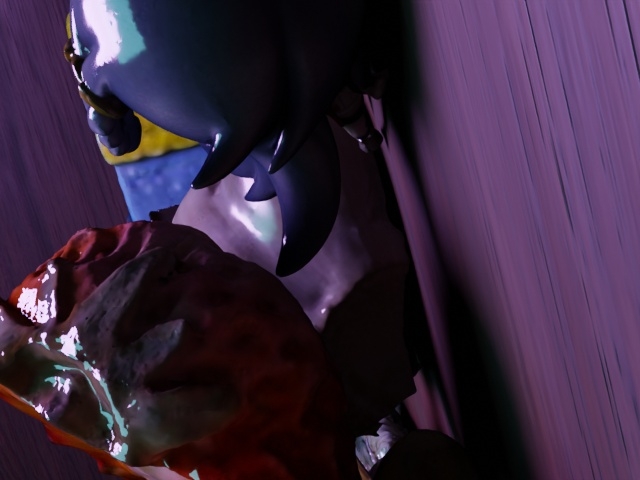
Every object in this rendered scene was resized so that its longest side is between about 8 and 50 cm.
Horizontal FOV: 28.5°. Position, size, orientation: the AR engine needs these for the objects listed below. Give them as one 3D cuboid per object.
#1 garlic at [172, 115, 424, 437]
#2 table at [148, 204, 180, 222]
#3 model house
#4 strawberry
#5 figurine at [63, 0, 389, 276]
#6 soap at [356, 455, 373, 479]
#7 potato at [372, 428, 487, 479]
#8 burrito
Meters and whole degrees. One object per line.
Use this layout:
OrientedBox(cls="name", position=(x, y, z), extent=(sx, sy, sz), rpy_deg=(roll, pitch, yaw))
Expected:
OrientedBox(cls="garlic", position=(0.000, 0.000, 0.989), extent=(0.237, 0.210, 0.292), rpy_deg=(33, -161, -36))
OrientedBox(cls="table", position=(-0.043, 0.058, 1.225), extent=(0.169, 0.193, 0.172), rpy_deg=(78, 175, -47))
OrientedBox(cls="model house", position=(-0.134, -0.155, 1.360), extent=(0.303, 0.237, 0.215), rpy_deg=(78, 175, -49))
OrientedBox(cls="strawberry", position=(-0.062, 0.109, 0.813), extent=(0.265, 0.149, 0.336), rpy_deg=(20, 159, 31))
OrientedBox(cls="figurine", position=(-0.042, -0.112, 0.729), extent=(0.175, 0.197, 0.265), rpy_deg=(30, 149, 28))
OrientedBox(cls="soap", position=(0.035, 0.233, 0.992), extent=(0.233, 0.076, 0.135), rpy_deg=(48, 171, 27))
OrientedBox(cls="potato", position=(0.084, 0.212, 0.799), extent=(0.105, 0.085, 0.188), rpy_deg=(-36, 72, 63))
OrientedBox(cls="burrito", position=(0.066, 0.211, 1.218), extent=(0.309, 0.066, 0.096), rpy_deg=(-134, 31, -85))
